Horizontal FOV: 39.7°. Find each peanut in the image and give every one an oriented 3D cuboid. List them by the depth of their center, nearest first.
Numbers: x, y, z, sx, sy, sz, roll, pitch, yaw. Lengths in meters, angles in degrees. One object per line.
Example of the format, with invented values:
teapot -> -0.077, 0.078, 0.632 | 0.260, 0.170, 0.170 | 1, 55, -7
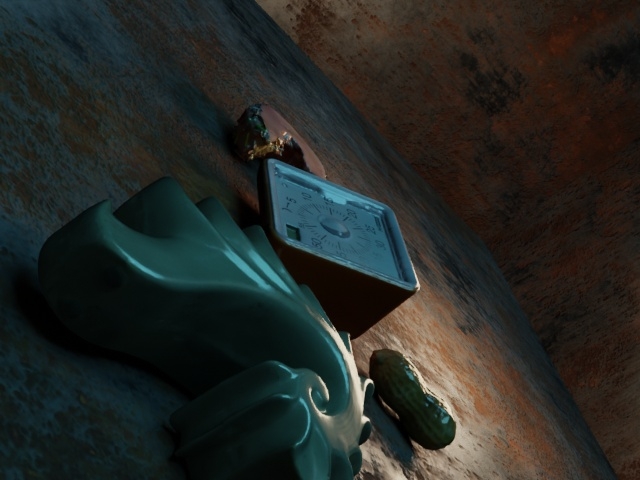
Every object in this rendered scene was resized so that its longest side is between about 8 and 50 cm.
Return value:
peanut -> 0.147, 0.254, 1.435 | 0.193, 0.089, 0.089 | 54, 15, -2

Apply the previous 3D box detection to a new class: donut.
donut -> -0.074, -0.153, 1.643 | 0.233, 0.085, 0.199 | 47, 17, -22

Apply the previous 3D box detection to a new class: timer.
timer -> 0.000, 0.000, 1.415 | 0.250, 0.161, 0.257 | 36, 22, -26

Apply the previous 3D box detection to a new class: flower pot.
flower pot -> -0.098, 0.100, 0.889 | 0.368, 0.164, 0.254 | 53, 20, -9
